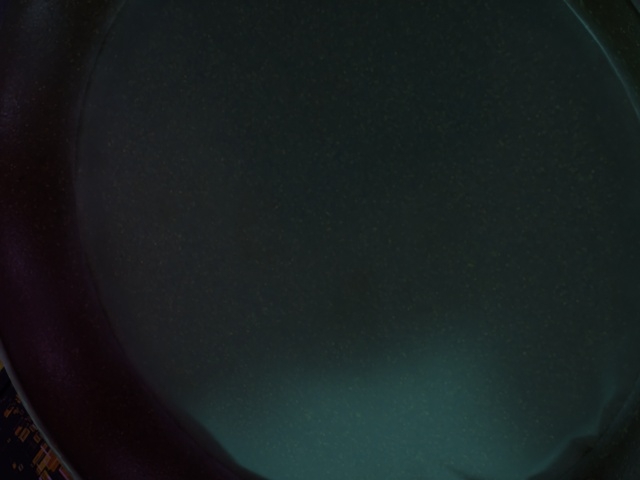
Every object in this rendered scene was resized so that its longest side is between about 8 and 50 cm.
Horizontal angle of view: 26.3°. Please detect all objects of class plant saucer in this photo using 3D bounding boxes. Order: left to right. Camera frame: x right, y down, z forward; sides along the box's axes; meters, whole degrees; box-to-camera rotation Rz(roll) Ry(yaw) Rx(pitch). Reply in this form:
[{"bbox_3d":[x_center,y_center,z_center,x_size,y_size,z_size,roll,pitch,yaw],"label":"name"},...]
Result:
[{"bbox_3d":[0.000,0.000,0.511,0.310,0.310,0.050,36,-153,15],"label":"plant saucer"}]

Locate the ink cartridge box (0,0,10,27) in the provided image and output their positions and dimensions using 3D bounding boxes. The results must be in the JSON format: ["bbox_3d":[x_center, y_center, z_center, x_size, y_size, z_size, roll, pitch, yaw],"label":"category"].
[{"bbox_3d":[-0.228,-0.110,0.390,0.272,0.309,0.130,19,172,-7],"label":"ink cartridge box"}]

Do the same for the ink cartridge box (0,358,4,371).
[{"bbox_3d":[-0.186,-0.056,0.703,0.307,0.303,0.072,46,167,-32],"label":"ink cartridge box"}]

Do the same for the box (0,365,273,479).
[{"bbox_3d":[0.034,0.148,0.613,0.395,0.318,0.097,29,160,12],"label":"box"}]
